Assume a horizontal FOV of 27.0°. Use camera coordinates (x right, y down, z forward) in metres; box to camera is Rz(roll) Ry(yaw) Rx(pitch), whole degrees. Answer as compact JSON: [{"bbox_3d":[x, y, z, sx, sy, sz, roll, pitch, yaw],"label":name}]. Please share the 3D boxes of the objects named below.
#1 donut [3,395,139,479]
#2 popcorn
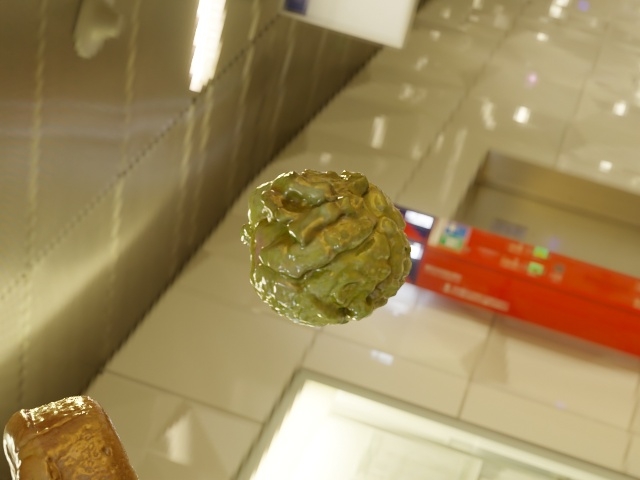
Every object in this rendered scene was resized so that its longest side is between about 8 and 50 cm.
[{"bbox_3d":[-0.240,0.267,1.358,0.114,0.226,0.226,-24,-29,-15],"label":"donut"},{"bbox_3d":[0.000,0.000,1.861,0.212,0.259,0.259,94,-163,-57],"label":"popcorn"}]
